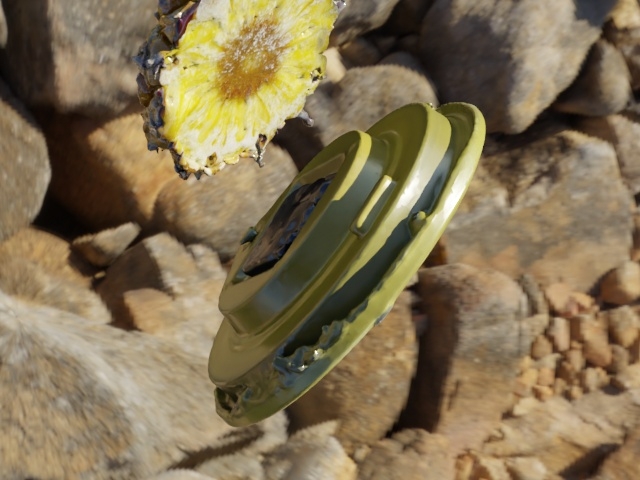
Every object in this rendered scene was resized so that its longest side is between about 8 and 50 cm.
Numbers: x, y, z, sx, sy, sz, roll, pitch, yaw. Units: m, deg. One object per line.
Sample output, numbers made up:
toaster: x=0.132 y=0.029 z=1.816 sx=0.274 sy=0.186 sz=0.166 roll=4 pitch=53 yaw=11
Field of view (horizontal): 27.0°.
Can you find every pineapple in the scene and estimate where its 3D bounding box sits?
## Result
pineapple: x=-0.060 y=-0.138 z=0.988 sx=0.047 sy=0.221 sz=0.221 roll=32 pitch=78 yaw=29

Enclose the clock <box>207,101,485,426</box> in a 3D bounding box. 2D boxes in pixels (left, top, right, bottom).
clock: x=0.000 y=0.000 z=0.768 sx=0.057 sy=0.237 sz=0.237 roll=38 pitch=80 yaw=-13
